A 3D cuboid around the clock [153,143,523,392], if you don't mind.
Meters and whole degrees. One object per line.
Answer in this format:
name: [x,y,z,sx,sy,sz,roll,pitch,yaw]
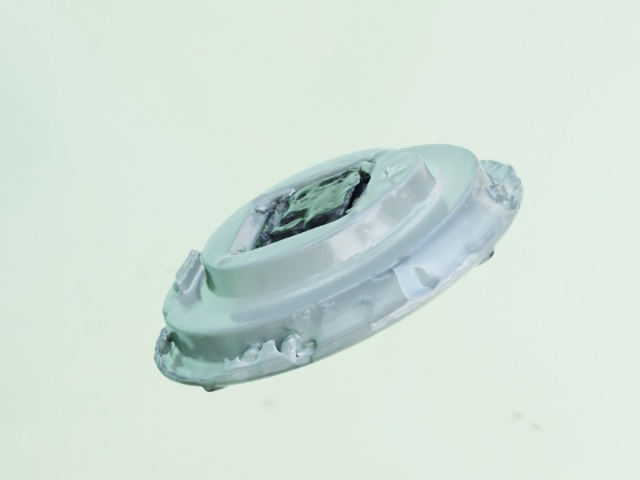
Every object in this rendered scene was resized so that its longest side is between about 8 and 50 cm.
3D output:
clock: [0.000,0.000,1.007,0.053,0.236,0.236,62,36,-16]
